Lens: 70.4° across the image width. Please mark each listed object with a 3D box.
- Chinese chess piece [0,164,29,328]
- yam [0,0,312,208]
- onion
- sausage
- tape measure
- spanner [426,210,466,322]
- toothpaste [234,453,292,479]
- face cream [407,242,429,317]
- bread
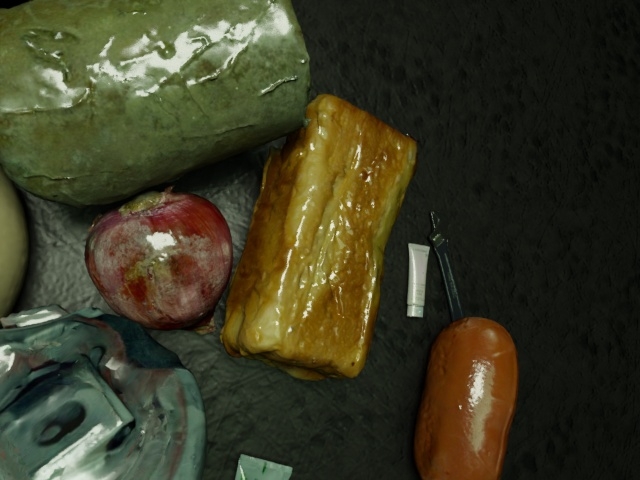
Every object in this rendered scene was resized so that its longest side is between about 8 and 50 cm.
[{"bbox_3d":[-0.466,0.005,0.414,0.338,0.140,0.337,3,81,-19],"label":"Chinese chess piece"},{"bbox_3d":[-0.176,-0.156,0.462,0.300,0.195,0.195,-21,91,-11],"label":"yam"},{"bbox_3d":[-0.168,0.038,0.521,0.160,0.159,0.194,-28,118,-21],"label":"onion"},{"bbox_3d":[0.205,0.236,0.640,0.133,0.133,0.258,20,78,-17],"label":"sausage"},{"bbox_3d":[-0.240,0.195,0.406,0.256,0.147,0.275,42,48,14],"label":"tape measure"},{"bbox_3d":[0.204,0.053,0.721,0.046,0.012,0.208,-13,89,-22],"label":"spanner"},{"bbox_3d":[-0.111,0.421,0.547,0.075,0.048,0.296,22,74,-16],"label":"toothpaste"},{"bbox_3d":[0.147,0.060,0.695,0.038,0.020,0.115,10,78,-18],"label":"face cream"},{"bbox_3d":[0.000,0.001,0.581,0.195,0.149,0.343,24,75,-27],"label":"bread"}]
